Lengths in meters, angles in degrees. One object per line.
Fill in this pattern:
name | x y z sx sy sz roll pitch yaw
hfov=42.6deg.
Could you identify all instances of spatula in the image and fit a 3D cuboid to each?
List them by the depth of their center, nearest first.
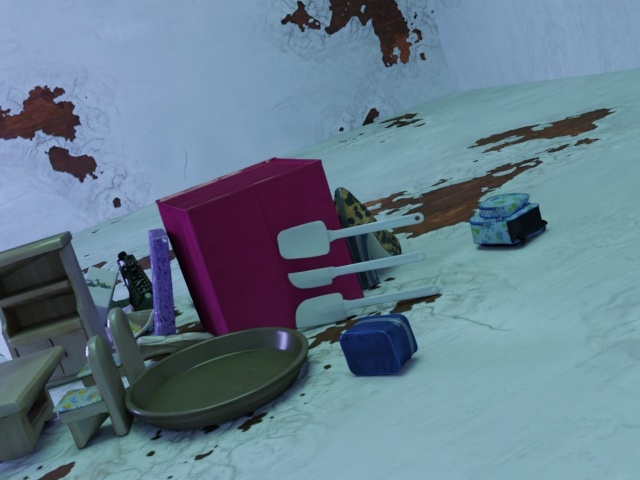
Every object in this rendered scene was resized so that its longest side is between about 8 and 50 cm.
spatula | 0.062 0.040 1.335 0.242 0.168 0.019 -12 0 6

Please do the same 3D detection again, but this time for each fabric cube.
fabric cube | -0.112 0.012 1.464 0.259 0.258 0.254 -22 13 -18

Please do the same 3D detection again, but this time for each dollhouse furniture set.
dollhouse furniture set | -0.486 0.168 1.318 0.362 0.256 0.394 -17 13 3

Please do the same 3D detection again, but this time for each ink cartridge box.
ink cartridge box | -0.456 0.126 1.667 0.062 0.104 0.181 14 24 -11

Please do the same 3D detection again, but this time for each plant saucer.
plant saucer | -0.147 0.201 1.202 0.278 0.041 0.278 -15 13 4

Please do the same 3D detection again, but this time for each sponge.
sponge | -0.288 0.087 1.491 0.031 0.210 0.117 -6 11 -15

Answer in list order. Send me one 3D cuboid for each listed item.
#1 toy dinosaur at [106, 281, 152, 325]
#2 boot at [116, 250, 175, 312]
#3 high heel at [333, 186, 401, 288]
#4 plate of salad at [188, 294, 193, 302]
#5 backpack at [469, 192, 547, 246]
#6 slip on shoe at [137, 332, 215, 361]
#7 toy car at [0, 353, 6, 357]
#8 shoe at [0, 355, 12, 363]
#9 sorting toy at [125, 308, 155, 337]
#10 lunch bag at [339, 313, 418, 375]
toy dinosaur | -0.487 0.149 1.826 0.118 0.064 0.268 3 19 18
boot | -0.378 0.098 1.720 0.077 0.137 0.198 -25 16 -28
high heel | 0.086 -0.038 1.562 0.093 0.186 0.261 -14 14 16
plate of salad | -0.186 0.082 1.732 0.200 0.048 0.200 -17 14 4
backpack | 0.328 -0.039 1.480 0.105 0.084 0.114 -26 13 -40
slip on shoe | -0.249 0.185 1.422 0.135 0.041 0.051 -2 -18 -6
toy car | -0.598 0.219 1.691 0.225 0.053 0.239 -9 16 33
shoe | -0.650 0.263 1.586 0.178 0.063 0.081 9 60 20
sorting toy | -0.362 0.172 1.617 0.083 0.044 0.075 -10 22 27
lunch bag | 0.078 0.140 1.115 0.098 0.067 0.065 -9 16 38
